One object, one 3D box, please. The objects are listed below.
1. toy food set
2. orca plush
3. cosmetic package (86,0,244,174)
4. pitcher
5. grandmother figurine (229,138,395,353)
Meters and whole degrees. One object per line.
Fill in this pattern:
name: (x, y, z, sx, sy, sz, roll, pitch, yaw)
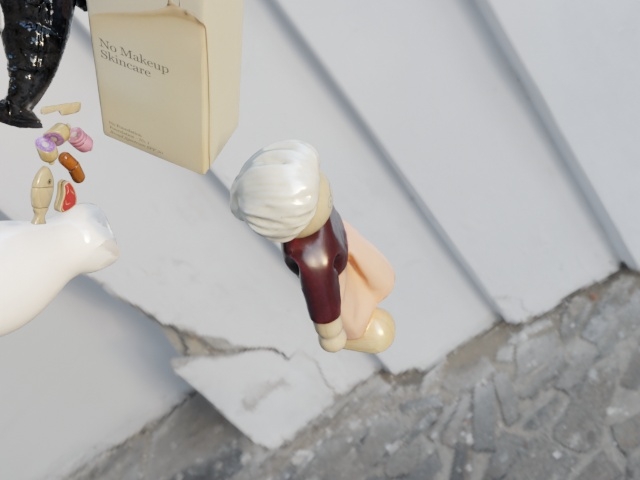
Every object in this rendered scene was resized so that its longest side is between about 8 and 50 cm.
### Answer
toy food set: (-0.263, -0.078, 0.964, 0.019, 0.122, 0.078, 17, 21, 25)
orca plush: (-0.383, -0.293, 1.192, 0.102, 0.151, 0.287, 163, 127, -80)
cosmetic package: (-0.186, -0.239, 1.148, 0.160, 0.309, 0.113, 22, 56, 10)
pitcher: (-0.365, 0.037, 1.083, 0.177, 0.125, 0.207, -16, 11, 43)
grandmother figurine: (0.000, 0.000, 0.918, 0.104, 0.342, 0.208, -25, 65, 4)
